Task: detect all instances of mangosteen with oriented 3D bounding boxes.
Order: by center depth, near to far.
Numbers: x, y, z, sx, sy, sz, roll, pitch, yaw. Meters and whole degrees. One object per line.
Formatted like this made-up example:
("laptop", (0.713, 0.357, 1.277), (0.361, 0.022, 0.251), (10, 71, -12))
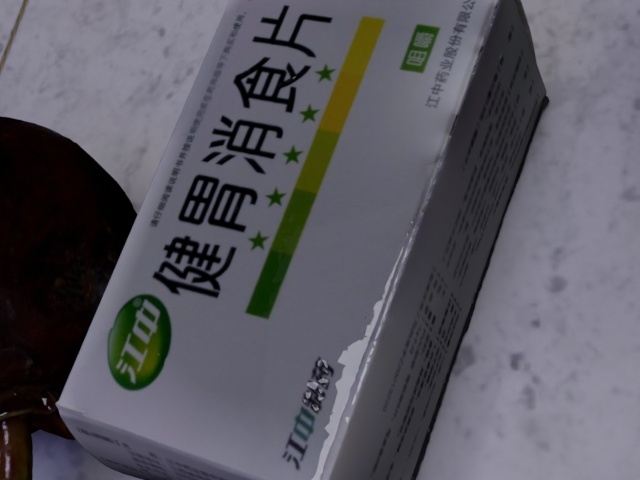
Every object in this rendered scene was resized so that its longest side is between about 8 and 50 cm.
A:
("mangosteen", (-0.211, 0.057, 0.668), (0.235, 0.235, 0.261), (-27, 67, 7))

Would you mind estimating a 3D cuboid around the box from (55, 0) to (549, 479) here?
("box", (0.000, 0.002, 0.667), (0.173, 0.145, 0.332), (13, 73, 27))
